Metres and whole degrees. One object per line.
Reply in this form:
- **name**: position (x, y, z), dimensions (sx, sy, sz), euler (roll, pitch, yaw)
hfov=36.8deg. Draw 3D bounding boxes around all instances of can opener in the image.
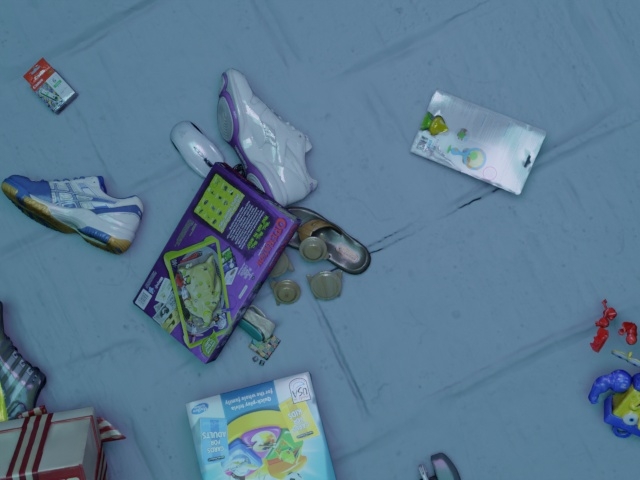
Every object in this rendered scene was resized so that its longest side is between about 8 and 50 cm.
- **can opener**: position (0.258, 0.561, 1.877), dimensions (0.093, 0.074, 0.280), euler (-19, 86, 2)

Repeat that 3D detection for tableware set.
- **tableware set**: position (-0.041, 0.064, 1.924), dimensions (0.168, 0.020, 0.141), euler (-13, 114, 6)

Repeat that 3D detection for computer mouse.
- **computer mouse**: position (-0.240, -0.167, 1.972), dimensions (0.106, 0.042, 0.193), euler (-43, 85, 2)

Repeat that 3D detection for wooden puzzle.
- **wooden puzzle**: position (-0.115, 0.211, 1.959), dimensions (0.049, 0.006, 0.083), euler (36, 90, 5)

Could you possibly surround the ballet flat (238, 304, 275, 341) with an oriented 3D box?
- **ballet flat**: position (-0.164, 0.142, 1.950), dimensions (0.168, 0.057, 0.052), euler (38, 56, 8)

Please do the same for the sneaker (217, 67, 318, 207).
- **sneaker**: position (-0.110, -0.210, 1.943), dimensions (0.152, 0.114, 0.305), euler (-22, 87, -27)

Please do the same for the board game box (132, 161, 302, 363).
- **board game box**: position (-0.208, 0.045, 1.895), dimensions (0.208, 0.056, 0.347), euler (39, 106, 21)

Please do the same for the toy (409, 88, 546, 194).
- **toy**: position (0.314, -0.196, 1.925), dimensions (0.237, 0.056, 0.137), euler (24, 92, 10)

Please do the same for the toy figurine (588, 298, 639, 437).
- **toy figurine**: position (0.651, 0.300, 1.857), dimensions (0.362, 0.191, 0.217), euler (22, 119, -2)

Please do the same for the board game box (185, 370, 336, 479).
- **board game box**: position (-0.101, 0.451, 1.873), dimensions (0.253, 0.079, 0.336), euler (-15, 77, -2)

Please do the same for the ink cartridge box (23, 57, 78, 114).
- **ink cartridge box**: position (-0.570, -0.326, 2.014), dimensions (0.063, 0.029, 0.115), euler (-44, 85, 1)

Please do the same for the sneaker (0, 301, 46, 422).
- **sneaker**: position (-0.627, 0.266, 1.960), dimensions (0.121, 0.111, 0.300), euler (-11, 87, -13)

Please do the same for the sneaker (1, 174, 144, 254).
- **sneaker**: position (-0.502, -0.081, 1.972), dimensions (0.296, 0.112, 0.131), euler (24, 71, 4)

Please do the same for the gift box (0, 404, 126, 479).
- **gift box**: position (-0.507, 0.479, 1.832), dimensions (0.276, 0.258, 0.255), euler (-5, 108, -8)

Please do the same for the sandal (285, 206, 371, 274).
- **sandal**: position (0.000, 0.000, 1.935), dimensions (0.219, 0.060, 0.090), euler (32, 89, 5)
